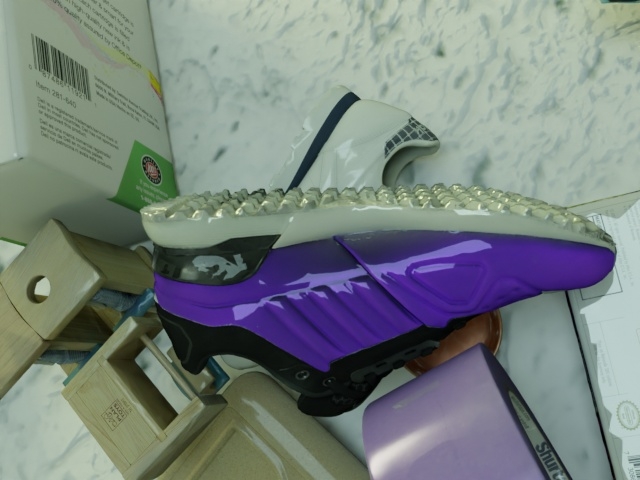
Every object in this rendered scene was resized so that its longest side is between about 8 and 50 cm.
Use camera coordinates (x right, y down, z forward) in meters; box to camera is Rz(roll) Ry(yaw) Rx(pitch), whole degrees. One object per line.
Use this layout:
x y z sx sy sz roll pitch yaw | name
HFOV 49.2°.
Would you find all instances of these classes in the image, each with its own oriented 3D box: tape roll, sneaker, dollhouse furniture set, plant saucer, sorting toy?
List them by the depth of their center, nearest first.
0.106 0.159 0.396 0.080 0.189 0.189 -32 69 11 | tape roll
0.035 0.041 0.457 0.293 0.102 0.146 0 101 4 | sneaker
-0.008 0.275 0.498 0.307 0.041 0.229 40 96 16 | sorting toy
0.092 0.065 0.517 0.083 0.013 0.084 -4 78 18 | plant saucer
0.000 0.000 0.531 0.094 0.090 0.235 27 91 12 | sneaker
-0.158 0.101 0.538 0.129 0.129 0.183 -47 70 5 | dollhouse furniture set

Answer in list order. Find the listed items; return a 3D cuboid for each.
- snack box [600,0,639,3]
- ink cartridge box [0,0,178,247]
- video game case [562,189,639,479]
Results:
0.326 -0.209 0.365 0.187 0.060 0.322 -48 34 -11 | snack box
-0.231 -0.144 0.577 0.117 0.201 0.278 -17 73 15 | ink cartridge box
0.274 0.068 0.435 0.210 0.042 0.232 -15 73 16 | video game case
